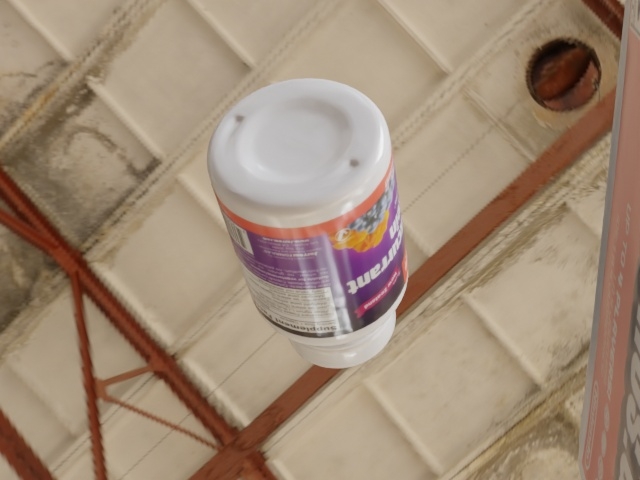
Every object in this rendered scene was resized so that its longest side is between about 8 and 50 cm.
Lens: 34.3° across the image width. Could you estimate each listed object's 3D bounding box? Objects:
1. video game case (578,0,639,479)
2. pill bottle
[{"bbox_3d":[0.094,0.048,0.229,0.025,0.285,0.204,2,-67,5],"label":"video game case"},{"bbox_3d":[0.000,0.000,0.663,0.108,0.193,0.108,-5,-128,7],"label":"pill bottle"}]
